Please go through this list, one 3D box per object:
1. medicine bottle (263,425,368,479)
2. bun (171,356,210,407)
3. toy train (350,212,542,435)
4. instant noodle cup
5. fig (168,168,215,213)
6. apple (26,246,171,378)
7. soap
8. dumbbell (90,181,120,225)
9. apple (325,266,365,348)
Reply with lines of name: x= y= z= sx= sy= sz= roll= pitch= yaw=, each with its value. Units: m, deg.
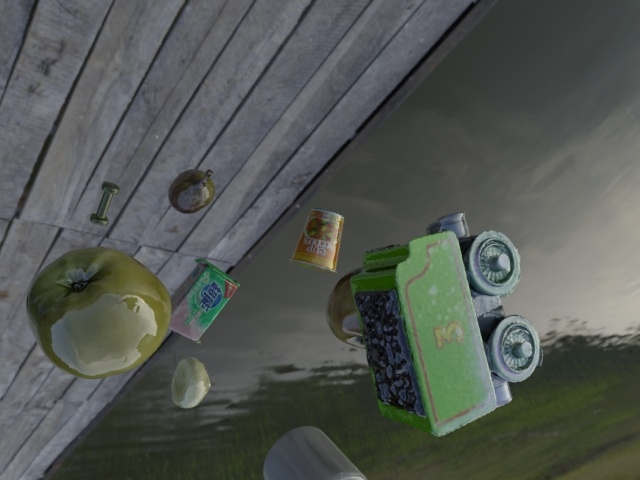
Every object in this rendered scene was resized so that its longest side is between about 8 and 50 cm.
medicine bottle: x=0.015 y=0.644 z=1.164 sx=0.208 sy=0.340 sz=0.208 roll=-8 pitch=106 yaw=-29
bun: x=-0.517 y=0.578 z=1.887 sx=0.128 sy=0.222 sz=0.222 roll=18 pitch=130 yaw=-30
toy train: x=0.184 y=0.120 z=0.713 sx=0.249 sy=0.307 sz=0.173 roll=-12 pitch=178 yaw=-25
instant noodle cup: x=0.000 y=0.000 z=1.508 sx=0.169 sy=0.184 sz=0.168 roll=16 pitch=173 yaw=2
fig: x=-0.435 y=-0.189 z=1.638 sx=0.145 sy=0.170 sz=0.274 roll=46 pitch=150 yaw=-16
apple: x=-0.437 y=0.142 z=0.919 sx=0.263 sy=0.262 sz=0.262 roll=-14 pitch=144 yaw=-10
soap: x=-0.443 y=0.223 z=1.710 sx=0.273 sy=0.098 sz=0.218 roll=-52 pitch=127 yaw=-4
dumbbell: x=-0.575 y=-0.098 z=1.239 sx=0.046 sy=0.052 sz=0.118 roll=16 pitch=107 yaw=-35
apple: x=0.149 y=0.193 z=1.362 sx=0.257 sy=0.233 sz=0.257 roll=17 pitch=155 yaw=8
